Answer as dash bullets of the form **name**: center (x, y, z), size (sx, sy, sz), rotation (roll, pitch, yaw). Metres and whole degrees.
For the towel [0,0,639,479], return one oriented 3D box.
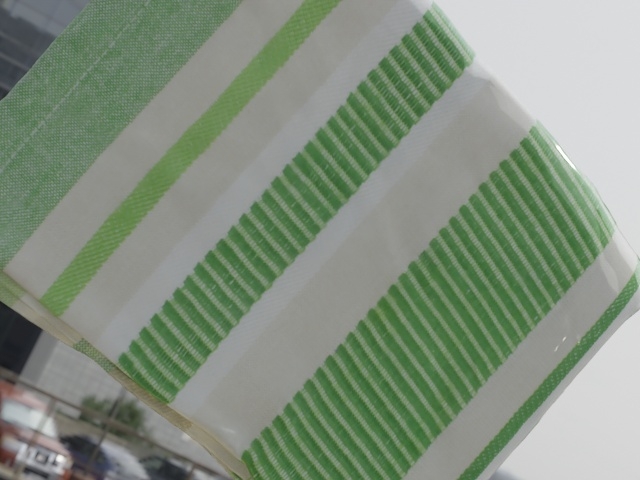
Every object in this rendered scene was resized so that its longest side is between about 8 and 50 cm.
- **towel**: center (0.000, 0.000, 0.580), size (0.325, 0.248, 0.038), rotation (43, -3, -20)
